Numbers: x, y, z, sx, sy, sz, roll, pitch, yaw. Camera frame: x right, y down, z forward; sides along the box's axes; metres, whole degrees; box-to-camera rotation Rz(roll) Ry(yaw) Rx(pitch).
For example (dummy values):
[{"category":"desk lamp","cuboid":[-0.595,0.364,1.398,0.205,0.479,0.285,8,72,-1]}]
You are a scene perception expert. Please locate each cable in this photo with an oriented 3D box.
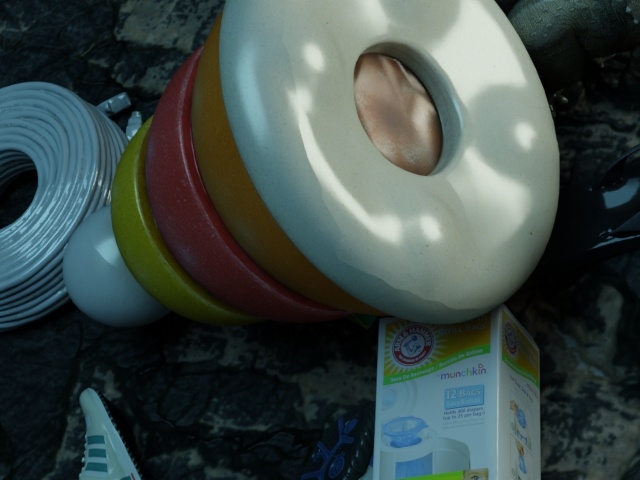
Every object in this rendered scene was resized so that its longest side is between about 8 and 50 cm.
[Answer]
[{"category":"cable","cuboid":[-0.308,-0.037,1.995,0.257,0.089,0.257,-14,57,22]}]

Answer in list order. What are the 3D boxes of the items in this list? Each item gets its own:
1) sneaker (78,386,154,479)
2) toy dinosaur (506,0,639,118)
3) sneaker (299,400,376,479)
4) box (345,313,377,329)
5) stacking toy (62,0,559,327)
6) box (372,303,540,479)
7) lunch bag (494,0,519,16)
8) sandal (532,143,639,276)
[{"category":"sneaker","cuboid":[-0.204,0.207,1.812,0.075,0.057,0.161,-33,54,2]},{"category":"toy dinosaur","cuboid":[0.235,-0.190,1.732,0.313,0.160,0.121,-11,58,23]},{"category":"sneaker","cuboid":[0.026,0.237,1.653,0.080,0.081,0.211,-17,51,58]},{"category":"box","cuboid":[0.000,0.000,1.830,0.179,0.043,0.105,25,77,39]},{"category":"stacking toy","cuboid":[-0.061,-0.039,1.718,0.480,0.350,0.351,-27,48,45]},{"category":"box","cuboid":[0.114,0.164,1.628,0.114,0.103,0.203,-10,58,24]},{"category":"lunch bag","cuboid":[0.109,-0.294,1.815,0.287,0.235,0.169,-9,57,25]},{"category":"sandal","cuboid":[0.275,-0.040,1.689,0.254,0.054,0.097,-26,53,14]}]
